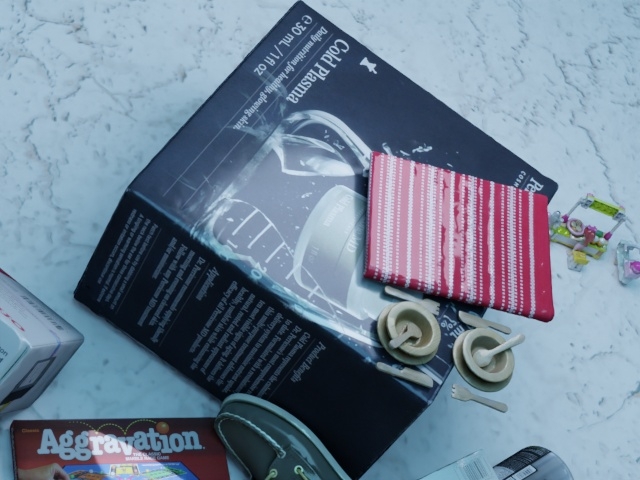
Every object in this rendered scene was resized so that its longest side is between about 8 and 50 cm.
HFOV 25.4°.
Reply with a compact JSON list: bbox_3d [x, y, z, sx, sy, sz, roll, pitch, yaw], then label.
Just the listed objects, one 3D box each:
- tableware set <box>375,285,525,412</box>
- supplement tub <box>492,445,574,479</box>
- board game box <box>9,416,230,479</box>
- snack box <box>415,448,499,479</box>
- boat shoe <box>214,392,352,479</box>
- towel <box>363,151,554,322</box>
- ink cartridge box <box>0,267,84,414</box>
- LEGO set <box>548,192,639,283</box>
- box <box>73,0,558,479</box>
[{"bbox_3d":[0.163,0.128,1.772,0.194,0.039,0.128,20,53,-17],"label":"tableware set"},{"bbox_3d":[0.256,0.372,1.965,0.190,0.117,0.117,-24,70,-35],"label":"supplement tub"},{"bbox_3d":[-0.255,0.299,1.836,0.281,0.027,0.145,2,56,-24],"label":"board game box"},{"bbox_3d":[0.113,0.412,1.791,0.322,0.060,0.187,-20,73,-26],"label":"snack box"},{"bbox_3d":[-0.028,0.327,1.869,0.305,0.109,0.091,43,46,2],"label":"boat shoe"},{"bbox_3d":[0.186,-0.003,1.877,0.275,0.031,0.198,14,56,-17],"label":"towel"},{"bbox_3d":[-0.433,0.098,1.709,0.226,0.306,0.131,40,90,4],"label":"ink cartridge box"},{"bbox_3d":[0.399,-0.009,2.302,0.287,0.107,0.132,3,57,-24],"label":"LEGO set"},{"bbox_3d":[0.000,0.000,1.995,0.472,0.297,0.480,36,50,-1],"label":"box"}]
